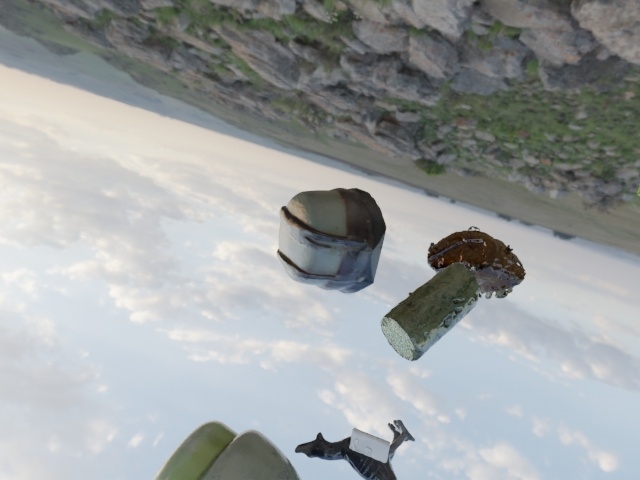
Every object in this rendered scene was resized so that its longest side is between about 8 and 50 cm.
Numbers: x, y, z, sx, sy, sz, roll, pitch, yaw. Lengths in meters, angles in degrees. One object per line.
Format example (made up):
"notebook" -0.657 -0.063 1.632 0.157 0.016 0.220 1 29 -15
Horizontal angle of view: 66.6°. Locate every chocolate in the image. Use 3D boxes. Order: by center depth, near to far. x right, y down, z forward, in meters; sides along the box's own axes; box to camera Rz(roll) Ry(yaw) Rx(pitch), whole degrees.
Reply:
"chocolate" 0.000 0.000 1.194 0.186 0.284 0.283 0 -163 -36

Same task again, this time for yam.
"yam" 0.217 0.134 0.942 0.194 0.107 0.107 -35 -147 -19

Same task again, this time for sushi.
"sushi" 0.426 0.064 1.362 0.296 0.167 0.179 -6 158 40

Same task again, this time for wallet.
"wallet" 0.098 0.407 0.971 0.083 0.044 0.011 10 179 30

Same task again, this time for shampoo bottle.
"shampoo bottle" -0.194 0.570 1.032 0.317 0.323 0.322 30 -169 10

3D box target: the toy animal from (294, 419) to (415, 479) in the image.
"toy animal" 0.144 0.518 1.151 0.367 0.081 0.206 23 -134 28

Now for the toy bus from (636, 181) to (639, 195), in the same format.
"toy bus" 0.599 -0.112 0.729 0.113 0.139 0.301 10 -174 8
